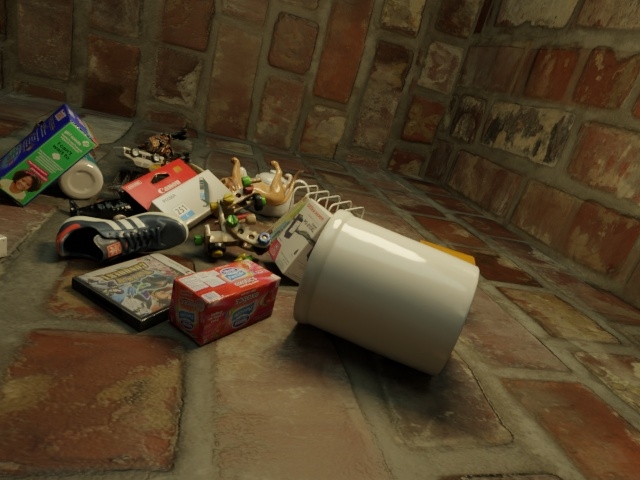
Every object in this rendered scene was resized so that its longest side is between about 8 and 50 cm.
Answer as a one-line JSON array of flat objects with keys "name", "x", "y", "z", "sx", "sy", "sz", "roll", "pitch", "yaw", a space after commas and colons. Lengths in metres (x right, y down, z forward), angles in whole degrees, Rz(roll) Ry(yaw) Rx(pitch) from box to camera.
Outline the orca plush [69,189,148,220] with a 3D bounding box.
[{"name": "orca plush", "x": -0.710, "y": -0.135, "z": 1.547, "sx": 0.287, "sy": 0.102, "sz": 0.151, "roll": 3, "pitch": 24, "yaw": -30}]

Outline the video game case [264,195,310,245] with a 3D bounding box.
[{"name": "video game case", "x": -0.101, "y": -0.053, "z": 1.639, "sx": 0.026, "sy": 0.227, "sz": 0.206, "roll": 46, "pitch": 4, "yaw": -30}]

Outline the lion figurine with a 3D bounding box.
[{"name": "lion figurine", "x": -0.266, "y": -0.205, "z": 1.827, "sx": 0.392, "sy": 0.142, "sz": 0.240, "roll": 0, "pitch": 63, "yaw": -2}]

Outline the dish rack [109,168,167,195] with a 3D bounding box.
[{"name": "dish rack", "x": -0.729, "y": -0.212, "z": 1.787, "sx": 0.208, "sy": 0.074, "sz": 0.271, "roll": 8, "pitch": 23, "yaw": -17}]

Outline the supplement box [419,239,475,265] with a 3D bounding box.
[{"name": "supplement box", "x": 0.399, "y": 0.132, "z": 1.511, "sx": 0.191, "sy": 0.194, "sz": 0.129, "roll": 19, "pitch": 20, "yaw": 9}]

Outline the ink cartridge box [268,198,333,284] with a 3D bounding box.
[{"name": "ink cartridge box", "x": -0.044, "y": 0.001, "z": 1.455, "sx": 0.100, "sy": 0.237, "sz": 0.172, "roll": 37, "pitch": 6, "yaw": -35}]

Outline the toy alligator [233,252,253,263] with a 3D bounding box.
[{"name": "toy alligator", "x": -0.255, "y": 0.088, "z": 1.371, "sx": 0.051, "sy": 0.056, "sz": 0.189, "roll": -22, "pitch": 14, "yaw": 14}]

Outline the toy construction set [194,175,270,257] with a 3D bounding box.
[{"name": "toy construction set", "x": -0.320, "y": -0.056, "z": 1.506, "sx": 0.237, "sy": 0.257, "sz": 0.309, "roll": -13, "pitch": 2, "yaw": -19}]

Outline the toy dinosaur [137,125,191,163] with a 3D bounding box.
[{"name": "toy dinosaur", "x": -0.716, "y": -0.435, "z": 2.019, "sx": 0.218, "sy": 0.164, "sz": 0.322, "roll": -9, "pitch": 29, "yaw": -21}]

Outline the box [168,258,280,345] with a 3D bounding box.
[{"name": "box", "x": -0.236, "y": 0.146, "z": 1.124, "sx": 0.128, "sy": 0.122, "sz": 0.257, "roll": 27, "pitch": 23, "yaw": 28}]

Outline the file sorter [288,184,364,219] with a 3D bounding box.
[{"name": "file sorter", "x": 0.021, "y": -0.107, "z": 1.897, "sx": 0.278, "sy": 0.173, "sz": 0.193, "roll": 28, "pitch": 24, "yaw": 29}]

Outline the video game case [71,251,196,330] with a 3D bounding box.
[{"name": "video game case", "x": -0.447, "y": 0.120, "z": 1.168, "sx": 0.248, "sy": 0.035, "sz": 0.275, "roll": 24, "pitch": 22, "yaw": 22}]

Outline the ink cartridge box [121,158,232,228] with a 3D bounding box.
[{"name": "ink cartridge box", "x": -0.509, "y": -0.180, "z": 1.608, "sx": 0.261, "sy": 0.066, "sz": 0.296, "roll": 43, "pitch": 42, "yaw": 0}]

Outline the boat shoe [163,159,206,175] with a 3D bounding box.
[{"name": "boat shoe", "x": -0.642, "y": -0.340, "z": 2.136, "sx": 0.285, "sy": 0.102, "sz": 0.092, "roll": 16, "pitch": 24, "yaw": 20}]

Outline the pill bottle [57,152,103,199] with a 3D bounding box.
[{"name": "pill bottle", "x": -0.917, "y": -0.264, "z": 1.674, "sx": 0.146, "sy": 0.146, "sz": 0.264, "roll": 0, "pitch": 25, "yaw": -36}]

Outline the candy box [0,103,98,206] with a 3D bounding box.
[{"name": "candy box", "x": -0.939, "y": -0.300, "z": 1.521, "sx": 0.122, "sy": 0.317, "sz": 0.268, "roll": 50, "pitch": -5, "yaw": -40}]

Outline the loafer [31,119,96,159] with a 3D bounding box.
[{"name": "loafer", "x": -1.168, "y": -0.449, "z": 1.997, "sx": 0.366, "sy": 0.130, "sz": 0.134, "roll": 21, "pitch": 21, "yaw": 15}]

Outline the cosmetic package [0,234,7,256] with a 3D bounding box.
[{"name": "cosmetic package", "x": -0.891, "y": 0.031, "z": 1.047, "sx": 0.099, "sy": 0.060, "sz": 0.239, "roll": 19, "pitch": 21, "yaw": 16}]

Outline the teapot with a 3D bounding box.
[{"name": "teapot", "x": -0.222, "y": -0.227, "z": 2.016, "sx": 0.252, "sy": 0.187, "sz": 0.256, "roll": 31, "pitch": 25, "yaw": 35}]

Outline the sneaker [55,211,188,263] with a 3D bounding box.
[{"name": "sneaker", "x": -0.557, "y": 0.003, "z": 1.259, "sx": 0.350, "sy": 0.131, "sz": 0.148, "roll": -5, "pitch": 26, "yaw": -13}]

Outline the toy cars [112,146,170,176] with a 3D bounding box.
[{"name": "toy cars", "x": -0.756, "y": -0.328, "z": 1.922, "sx": 0.177, "sy": 0.087, "sz": 0.394, "roll": 8, "pitch": 1, "yaw": -5}]

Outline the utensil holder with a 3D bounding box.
[{"name": "utensil holder", "x": 0.171, "y": 0.137, "z": 1.170, "sx": 0.386, "sy": 0.327, "sz": 0.327, "roll": 23, "pitch": 21, "yaw": 11}]
